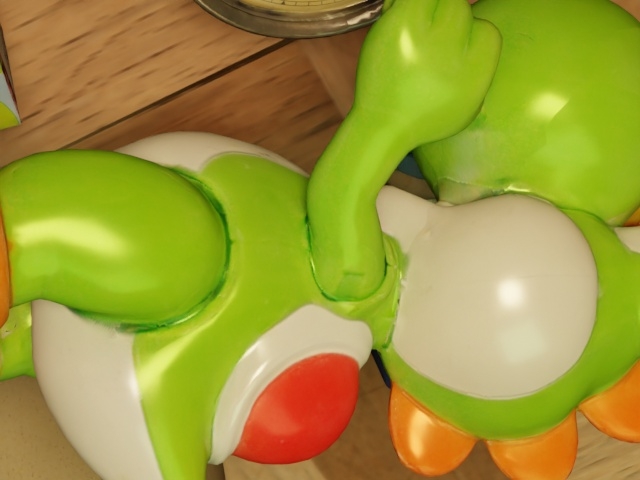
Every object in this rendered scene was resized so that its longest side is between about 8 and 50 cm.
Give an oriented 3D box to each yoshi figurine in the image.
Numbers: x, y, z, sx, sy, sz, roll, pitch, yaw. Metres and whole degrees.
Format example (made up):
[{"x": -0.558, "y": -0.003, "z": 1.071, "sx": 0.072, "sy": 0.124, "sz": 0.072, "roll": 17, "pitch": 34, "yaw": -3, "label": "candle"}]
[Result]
[{"x": -0.003, "y": -0.023, "z": 0.783, "sx": 0.362, "sy": 0.203, "sz": 0.203, "roll": 1, "pitch": 117, "yaw": -14, "label": "yoshi figurine"}]

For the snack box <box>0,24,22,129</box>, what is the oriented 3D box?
[{"x": -0.223, "y": -0.112, "z": 0.734, "sx": 0.174, "sy": 0.070, "sz": 0.207, "roll": -16, "pitch": 139, "yaw": -4, "label": "snack box"}]

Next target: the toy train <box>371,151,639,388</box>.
[{"x": 0.140, "y": -0.016, "z": 0.947, "sx": 0.248, "sy": 0.105, "sz": 0.143, "roll": -11, "pitch": 123, "yaw": -8, "label": "toy train"}]

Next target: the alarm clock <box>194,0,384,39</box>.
[{"x": -0.022, "y": -0.141, "z": 0.779, "sx": 0.192, "sy": 0.064, "sz": 0.129, "roll": -19, "pitch": 137, "yaw": -4, "label": "alarm clock"}]

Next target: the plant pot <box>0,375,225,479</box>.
[{"x": -0.171, "y": 0.208, "z": 0.990, "sx": 0.284, "sy": 0.191, "sz": 0.284, "roll": -9, "pitch": 136, "yaw": -9, "label": "plant pot"}]
